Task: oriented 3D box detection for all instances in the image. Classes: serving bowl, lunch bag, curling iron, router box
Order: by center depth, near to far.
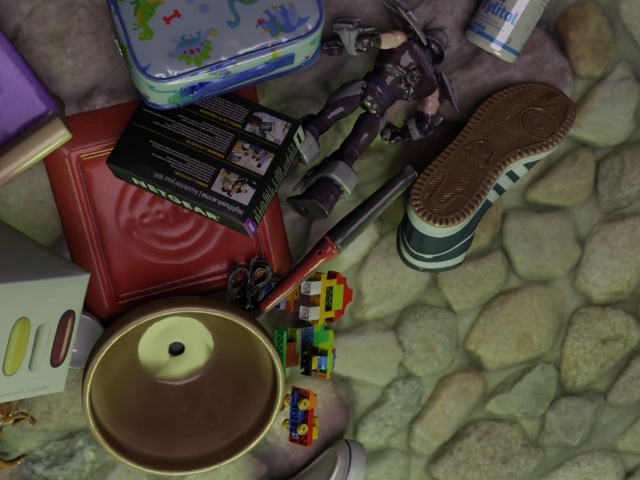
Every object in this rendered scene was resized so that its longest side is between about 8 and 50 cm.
[{"bbox_3d":[-0.113,-0.242,1.344,0.219,0.090,0.176,-20,73,-9],"label":"lunch bag"},{"bbox_3d":[-0.125,-0.100,1.363,0.179,0.046,0.133,24,75,16],"label":"router box"},{"bbox_3d":[0.000,0.000,1.454,0.274,0.035,0.068,-35,110,12],"label":"curling iron"},{"bbox_3d":[-0.293,0.112,1.495,0.083,0.027,0.083,0,123,0],"label":"serving bowl"}]

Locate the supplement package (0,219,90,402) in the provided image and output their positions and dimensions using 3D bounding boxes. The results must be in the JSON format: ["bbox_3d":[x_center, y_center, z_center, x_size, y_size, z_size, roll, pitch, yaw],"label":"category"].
[{"bbox_3d":[-0.412,0.070,1.299,0.262,0.204,0.145,-6,116,-51],"label":"supplement package"}]

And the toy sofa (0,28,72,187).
[{"bbox_3d":[-0.419,-0.211,1.272,0.150,0.177,0.362,-35,113,1],"label":"toy sofa"}]

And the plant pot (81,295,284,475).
[{"bbox_3d":[-0.168,0.156,1.496,0.237,0.110,0.237,-6,118,-11],"label":"plant pot"}]

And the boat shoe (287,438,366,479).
[{"bbox_3d":[-0.043,0.359,1.622,0.088,0.096,0.267,28,109,-26],"label":"boat shoe"}]

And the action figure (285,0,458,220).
[{"bbox_3d":[0.050,-0.159,1.446,0.285,0.099,0.185,-45,112,-15],"label":"action figure"}]

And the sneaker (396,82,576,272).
[{"bbox_3d":[0.194,-0.072,1.522,0.282,0.099,0.153,-40,161,-28],"label":"sneaker"}]

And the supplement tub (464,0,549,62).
[{"bbox_3d":[0.222,-0.269,1.469,0.071,0.071,0.107,24,102,-21],"label":"supplement tub"}]

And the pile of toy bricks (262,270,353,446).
[{"bbox_3d":[-0.016,0.137,1.553,0.105,0.118,0.212,-5,101,-48],"label":"pile of toy bricks"}]

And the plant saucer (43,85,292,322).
[{"bbox_3d":[-0.174,-0.039,1.466,0.258,0.048,0.259,-15,112,-9],"label":"plant saucer"}]

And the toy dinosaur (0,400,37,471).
[{"bbox_3d":[-0.414,0.233,1.506,0.211,0.064,0.112,-34,96,-10],"label":"toy dinosaur"}]
